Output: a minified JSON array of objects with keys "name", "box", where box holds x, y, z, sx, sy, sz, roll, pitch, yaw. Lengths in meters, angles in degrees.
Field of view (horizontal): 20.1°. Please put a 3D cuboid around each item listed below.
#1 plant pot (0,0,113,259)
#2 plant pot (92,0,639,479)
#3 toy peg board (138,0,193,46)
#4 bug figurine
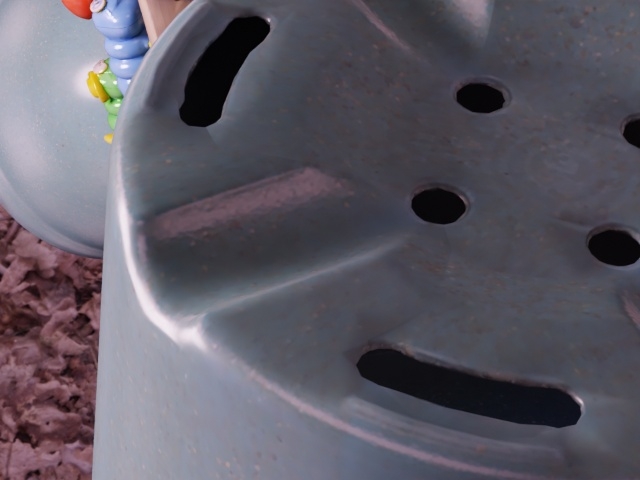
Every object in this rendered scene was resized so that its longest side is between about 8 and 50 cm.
[{"name":"plant pot","box":[-0.138,-0.134,1.563,0.196,0.293,0.293,-6,103,54]},{"name":"plant pot","box":[0.060,0.088,0.626,0.341,0.341,0.334,-116,20,-43]},{"name":"toy peg board","box":[-0.036,-0.197,1.132,0.079,0.160,0.161,15,123,61]},{"name":"bug figurine","box":[-0.142,-0.129,1.308,0.279,0.072,0.216,-127,17,-58]}]
